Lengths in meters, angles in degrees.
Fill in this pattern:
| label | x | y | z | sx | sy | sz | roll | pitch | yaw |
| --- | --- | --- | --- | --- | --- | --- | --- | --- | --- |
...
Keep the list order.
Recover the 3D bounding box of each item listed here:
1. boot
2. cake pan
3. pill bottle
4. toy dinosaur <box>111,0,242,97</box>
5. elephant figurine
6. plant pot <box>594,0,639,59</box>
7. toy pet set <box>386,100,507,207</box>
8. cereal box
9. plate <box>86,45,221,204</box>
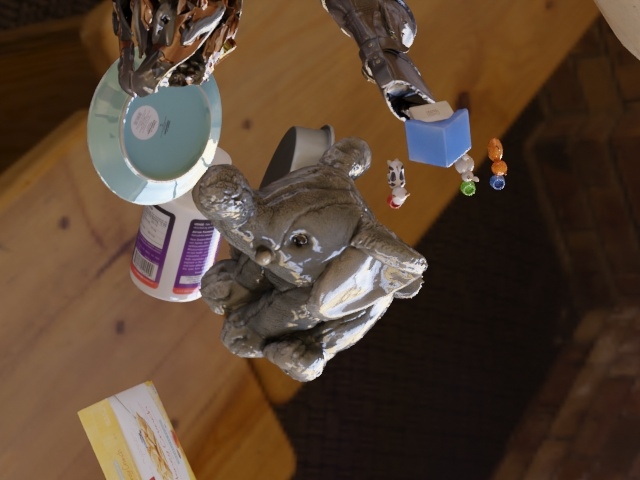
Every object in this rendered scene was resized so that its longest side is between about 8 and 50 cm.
| label | x | y | z | sx | sy | sz | roll | pitch | yaw |
| --- | --- | --- | --- | --- | --- | --- | --- | --- | --- |
| boot | 0.094 | -0.237 | 1.698 | 0.263 | 0.091 | 0.229 | 20 | 38 | -59 |
| cake pan | -0.058 | -0.043 | 1.900 | 0.054 | 0.293 | 0.293 | 19 | 68 | -11 |
| pill bottle | -0.175 | -0.027 | 1.645 | 0.108 | 0.108 | 0.193 | -23 | 138 | -51 |
| toy dinosaur | -0.103 | -0.226 | 0.611 | 0.218 | 0.164 | 0.321 | -34 | 110 | -53 |
| elephant figurine | 0.000 | 0.000 | 1.001 | 0.186 | 0.169 | 0.239 | -54 | 173 | -33 |
| plant pot | 0.141 | -0.245 | 0.485 | 0.274 | 0.256 | 0.256 | 39 | 57 | -30 |
| toy pet set | 0.125 | -0.074 | 1.236 | 0.065 | 0.122 | 0.114 | -109 | -172 | -57 |
| cereal box | -0.223 | 0.271 | 1.613 | 0.240 | 0.047 | 0.173 | 4 | 61 | -86 |
| plate | -0.179 | -0.130 | 1.447 | 0.188 | 0.024 | 0.188 | -16 | 114 | -41 |
